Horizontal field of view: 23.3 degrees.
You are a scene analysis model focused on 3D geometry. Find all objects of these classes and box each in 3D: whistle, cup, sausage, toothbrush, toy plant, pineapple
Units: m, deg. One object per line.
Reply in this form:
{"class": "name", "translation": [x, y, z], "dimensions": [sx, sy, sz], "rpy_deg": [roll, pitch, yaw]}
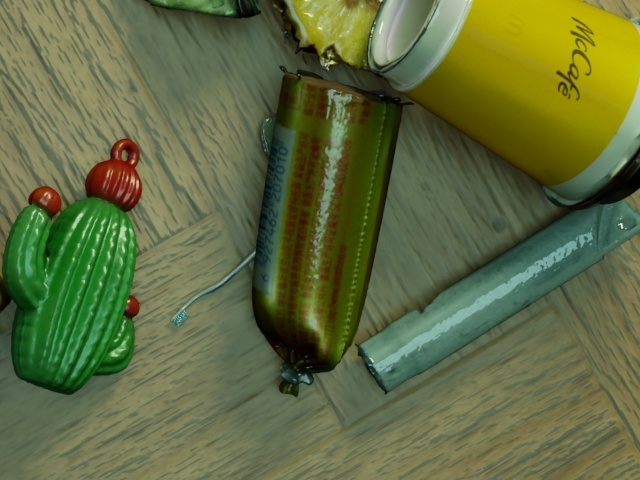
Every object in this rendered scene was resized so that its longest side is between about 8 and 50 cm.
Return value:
{"class": "whistle", "translation": [0.179, 0.047, 1.535], "dimensions": [0.312, 0.062, 0.062], "rpy_deg": [-31, 95, -5]}
{"class": "cup", "translation": [0.193, -0.157, 1.442], "dimensions": [0.280, 0.196, 0.196], "rpy_deg": [25, 88, -22]}
{"class": "sausage", "translation": [0.002, 0.000, 1.476], "dimensions": [0.125, 0.117, 0.317], "rpy_deg": [13, 101, 20]}
{"class": "toothbrush", "translation": [-0.096, 0.038, 1.525], "dimensions": [0.131, 0.011, 0.013], "rpy_deg": [-41, 83, -4]}
{"class": "toy plant", "translation": [-0.232, 0.025, 1.458], "dimensions": [0.155, 0.088, 0.240], "rpy_deg": [-4, 97, -45]}
{"class": "pineapple", "translation": [0.037, -0.258, 1.499], "dimensions": [0.225, 0.076, 0.224], "rpy_deg": [-1, 94, -15]}

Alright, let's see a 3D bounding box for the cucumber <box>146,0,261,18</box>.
{"class": "cucumber", "translation": [-0.123, -0.288, 1.481], "dimensions": [0.115, 0.086, 0.193], "rpy_deg": [-20, 90, 37]}

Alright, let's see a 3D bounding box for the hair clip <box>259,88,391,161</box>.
{"class": "hair clip", "translation": [0.008, -0.110, 1.529], "dimensions": [0.137, 0.022, 0.054], "rpy_deg": [-14, 92, -4]}

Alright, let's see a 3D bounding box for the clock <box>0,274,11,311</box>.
{"class": "clock", "translation": [-0.395, 0.085, 1.340], "dimensions": [0.200, 0.317, 0.244], "rpy_deg": [33, 87, -13]}
